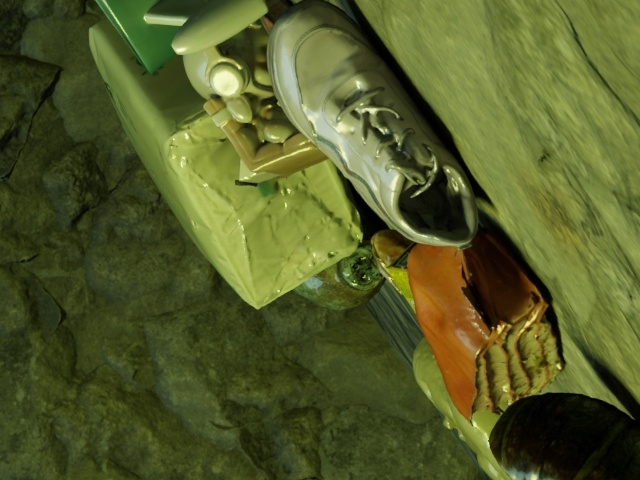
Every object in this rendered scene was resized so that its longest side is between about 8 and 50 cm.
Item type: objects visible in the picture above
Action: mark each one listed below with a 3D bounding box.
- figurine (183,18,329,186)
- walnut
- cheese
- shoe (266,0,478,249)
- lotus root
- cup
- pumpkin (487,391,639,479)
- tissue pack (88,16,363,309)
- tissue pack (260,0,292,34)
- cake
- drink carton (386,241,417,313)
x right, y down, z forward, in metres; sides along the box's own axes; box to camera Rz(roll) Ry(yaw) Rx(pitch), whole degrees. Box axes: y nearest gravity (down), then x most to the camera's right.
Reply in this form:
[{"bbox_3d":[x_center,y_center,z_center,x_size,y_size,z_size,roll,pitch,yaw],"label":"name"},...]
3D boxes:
[{"bbox_3d":[-0.070,-0.182,1.792,0.237,0.141,0.162,65,-159,13],"label":"figurine"},{"bbox_3d":[0.121,0.054,1.833,0.170,0.069,0.143,57,178,-2],"label":"walnut"},{"bbox_3d":[0.203,0.213,2.023,0.159,0.093,0.263,56,176,-23],"label":"cheese"},{"bbox_3d":[0.048,-0.090,1.347,0.245,0.095,0.137,53,174,-25],"label":"shoe"},{"bbox_3d":[-0.001,0.002,2.247,0.175,0.175,0.349,57,177,-30],"label":"lotus root"},{"bbox_3d":[-0.117,-0.251,1.337,0.300,0.173,0.167,51,174,46],"label":"cup"},{"bbox_3d":[0.235,0.202,1.331,0.183,0.119,0.107,51,141,-8],"label":"pumpkin"},{"bbox_3d":[-0.127,-0.139,2.114,0.380,0.207,0.297,50,167,54],"label":"tissue pack"},{"bbox_3d":[-0.031,-0.213,1.663,0.063,0.035,0.083,58,177,-39],"label":"tissue pack"},{"bbox_3d":[0.151,0.082,1.476,0.135,0.098,0.287,46,166,31],"label":"cake"},{"bbox_3d":[0.151,0.085,1.641,0.074,0.084,0.200,5,133,55],"label":"drink carton"}]
